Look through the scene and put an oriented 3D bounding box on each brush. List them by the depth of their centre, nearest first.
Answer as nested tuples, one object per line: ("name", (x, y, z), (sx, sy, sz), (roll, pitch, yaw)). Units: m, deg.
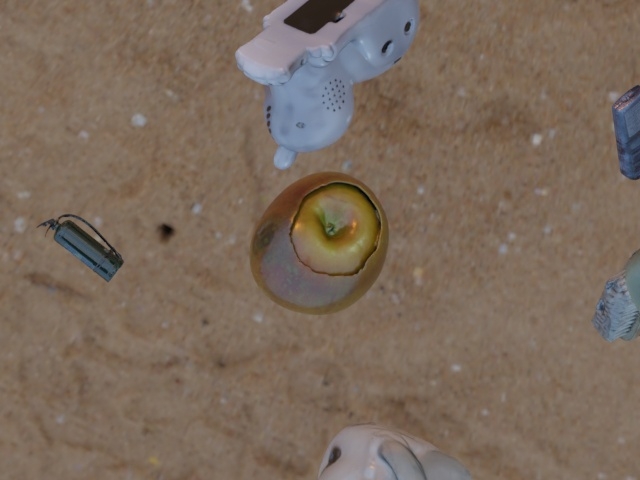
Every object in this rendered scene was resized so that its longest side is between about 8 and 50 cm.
("brush", (0.427, 0.036, 1.735), (0.070, 0.065, 0.327), (50, 151, 27))

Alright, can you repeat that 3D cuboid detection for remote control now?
("remote control", (0.371, -0.123, 1.543), (0.043, 0.027, 0.152), (-35, 143, -6))

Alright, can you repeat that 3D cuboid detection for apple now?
("apple", (0.000, 0.000, 2.112), (0.237, 0.237, 0.207), (25, 141, -3))

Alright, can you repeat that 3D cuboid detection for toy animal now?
("toy animal", (0.079, 0.350, 1.360), (0.194, 0.357, 0.258), (3, 152, -16))

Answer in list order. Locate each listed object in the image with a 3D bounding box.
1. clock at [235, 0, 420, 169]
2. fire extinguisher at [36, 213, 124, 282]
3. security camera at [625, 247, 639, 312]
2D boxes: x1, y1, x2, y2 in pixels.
("clock", (0.014, -0.145, 1.052), (0.080, 0.176, 0.117), (28, 149, 32))
("fire extinguisher", (-0.221, 0.002, 1.212), (0.083, 0.038, 0.025), (37, 147, -5))
("security camera", (0.423, 0.116, 1.297), (0.301, 0.080, 0.157), (61, 146, 7))
